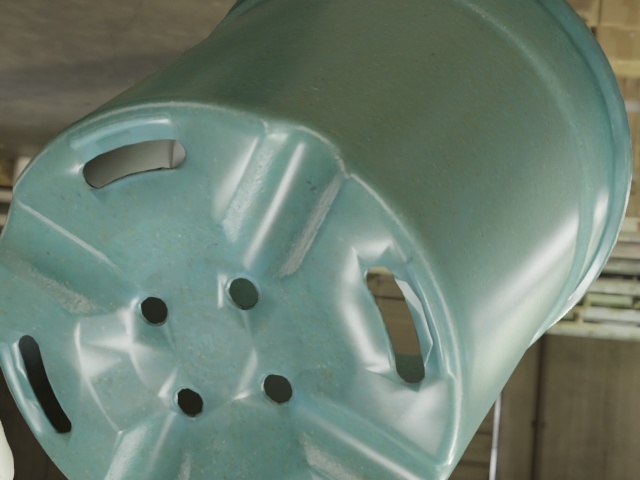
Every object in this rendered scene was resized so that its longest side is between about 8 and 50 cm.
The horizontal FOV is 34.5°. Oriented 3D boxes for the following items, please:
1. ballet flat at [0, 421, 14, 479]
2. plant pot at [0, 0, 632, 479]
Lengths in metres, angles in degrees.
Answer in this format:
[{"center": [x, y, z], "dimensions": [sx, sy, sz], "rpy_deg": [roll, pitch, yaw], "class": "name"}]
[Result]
[{"center": [-0.381, 0.092, 0.874], "dimensions": [0.139, 0.139, 0.400], "rpy_deg": [1, 136, 52], "class": "ballet flat"}, {"center": [0.000, 0.000, 0.630], "dimensions": [0.341, 0.341, 0.334], "rpy_deg": [4, -158, 20], "class": "plant pot"}]
